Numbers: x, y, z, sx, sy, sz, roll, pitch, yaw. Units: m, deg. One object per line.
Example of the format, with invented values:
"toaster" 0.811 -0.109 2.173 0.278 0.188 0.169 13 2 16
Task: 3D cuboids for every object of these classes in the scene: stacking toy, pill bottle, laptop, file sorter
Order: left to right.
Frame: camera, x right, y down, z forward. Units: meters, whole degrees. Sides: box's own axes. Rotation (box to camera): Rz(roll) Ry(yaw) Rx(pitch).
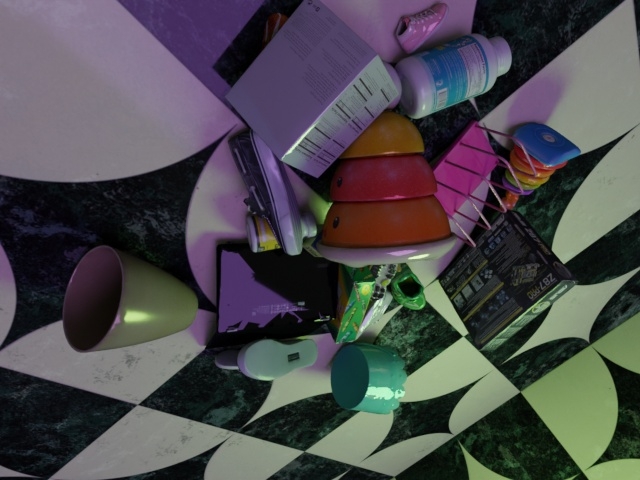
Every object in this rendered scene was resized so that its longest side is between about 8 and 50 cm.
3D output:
"laptop" -0.166 0.185 1.382 0.382 0.236 0.407 -2 101 -25
"pill bottle" -0.109 -0.031 1.188 0.184 0.103 0.103 -10 130 -15
"stacking toy" 0.147 -0.192 1.055 0.351 0.351 0.479 -7 98 -18
"pill bottle" 0.324 -0.410 1.041 0.264 0.146 0.146 -22 132 -6
"file sorter" 0.450 -0.157 1.240 0.290 0.182 0.202 -50 130 2
"stacking toy" 0.656 -0.208 1.367 0.175 0.165 0.301 -22 146 -26

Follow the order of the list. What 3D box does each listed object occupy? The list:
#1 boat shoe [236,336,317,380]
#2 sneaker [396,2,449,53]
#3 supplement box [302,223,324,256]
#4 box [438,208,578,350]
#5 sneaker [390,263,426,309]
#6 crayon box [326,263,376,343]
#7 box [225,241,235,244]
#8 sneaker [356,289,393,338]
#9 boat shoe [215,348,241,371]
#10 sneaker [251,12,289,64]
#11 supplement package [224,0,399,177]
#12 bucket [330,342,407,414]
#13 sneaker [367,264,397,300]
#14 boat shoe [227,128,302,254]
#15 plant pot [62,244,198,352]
"boat shoe" -0.176 0.391 1.451 0.157 0.135 0.367 -11 170 34
"sneaker" 0.232 -0.507 0.985 0.134 0.051 0.070 -43 136 19
"supplement box" 0.000 0.000 1.248 0.056 0.083 0.083 41 73 -19
"box" 0.613 0.140 1.462 0.097 0.318 0.394 7 133 -28
"sneaker" 0.314 0.182 1.533 0.109 0.123 0.295 -34 133 5
"crayon box" 0.083 0.183 1.405 0.081 0.165 0.278 -3 127 -22
"box" -0.250 0.043 1.244 0.083 0.018 0.067 20 117 -35
"sneaker" 0.180 0.285 1.578 0.091 0.094 0.258 21 115 -30
"boat shoe" -0.270 0.438 1.517 0.220 0.077 0.070 5 124 -29
"sneaker" -0.103 -0.396 0.924 0.068 0.064 0.175 6 128 -39
"supplement package" -0.012 -0.307 0.897 0.263 0.199 0.198 -45 162 14
"bucket" 0.180 0.541 1.675 0.183 0.281 0.281 17 118 -32
"sneaker" 0.191 0.109 1.436 0.107 0.118 0.279 22 139 -7
"boat shoe" -0.135 -0.115 1.072 0.119 0.121 0.335 -14 104 10
"plant pot" -0.470 0.165 1.119 0.256 0.256 0.274 -46 146 16
